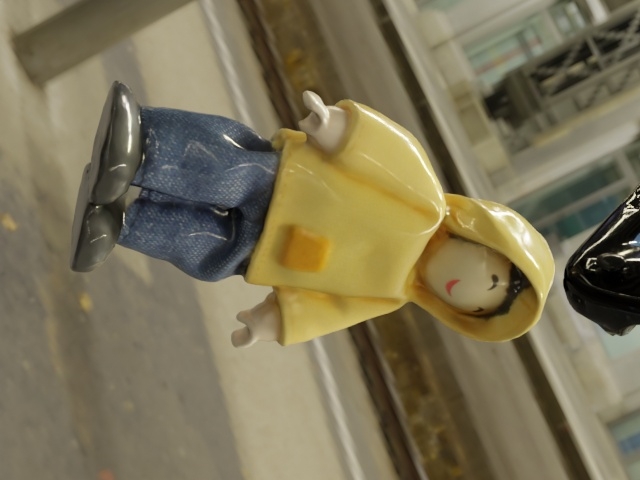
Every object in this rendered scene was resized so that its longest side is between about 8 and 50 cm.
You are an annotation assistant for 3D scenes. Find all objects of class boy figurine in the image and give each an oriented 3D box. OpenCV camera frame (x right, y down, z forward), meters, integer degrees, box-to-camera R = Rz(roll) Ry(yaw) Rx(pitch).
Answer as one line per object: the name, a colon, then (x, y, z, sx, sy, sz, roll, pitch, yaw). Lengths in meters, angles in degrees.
boy figurine: (0.000, 0.000, 0.814, 0.285, 0.177, 0.092, 15, 33, -16)

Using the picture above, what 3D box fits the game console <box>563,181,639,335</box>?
game console: (0.252, -0.041, 0.723, 0.361, 0.213, 0.044, -39, 123, -47)
